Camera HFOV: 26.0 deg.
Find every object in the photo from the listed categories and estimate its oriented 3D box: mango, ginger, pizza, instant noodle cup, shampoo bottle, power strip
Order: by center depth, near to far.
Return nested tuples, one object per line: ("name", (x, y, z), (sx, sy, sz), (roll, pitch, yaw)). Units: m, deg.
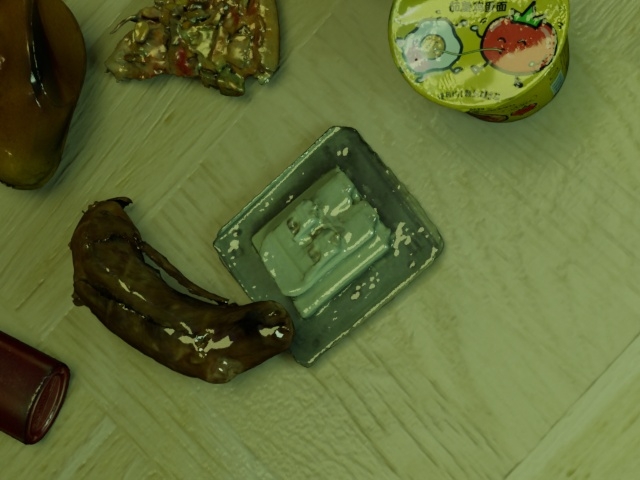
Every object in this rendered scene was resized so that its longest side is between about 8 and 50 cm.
("instant noodle cup", (0.176, -0.203, 1.422), (0.182, 0.144, 0.182), (-4, 78, 19))
("power strip", (0.000, 0.000, 1.484), (0.213, 0.064, 0.198), (-43, 66, 7))
("ginger", (-0.168, 0.066, 1.511), (0.309, 0.107, 0.133), (36, 73, 24))
("pizza", (-0.146, -0.245, 1.589), (0.226, 0.069, 0.147), (10, 84, 21))
("shampoo bottle", (-0.415, 0.137, 1.604), (0.260, 0.064, 0.102), (24, 91, 23))
("mango", (-0.352, -0.177, 1.616), (0.166, 0.136, 0.236), (-11, 79, 32))
